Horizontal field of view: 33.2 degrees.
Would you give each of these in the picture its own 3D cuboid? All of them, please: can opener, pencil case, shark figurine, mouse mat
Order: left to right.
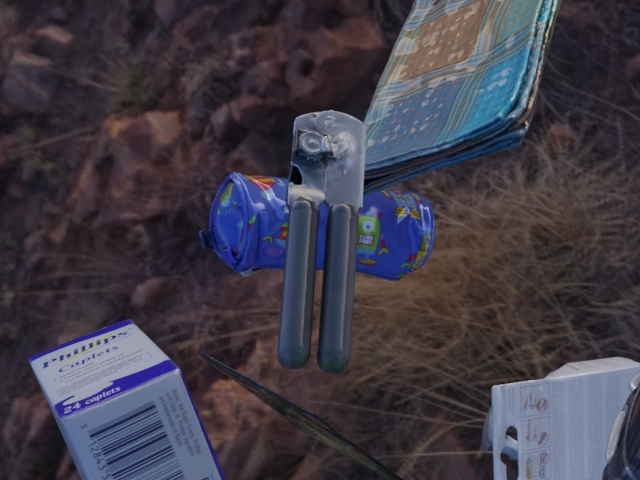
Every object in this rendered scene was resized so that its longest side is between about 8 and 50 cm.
[{"bbox_3d":[-0.005,0.153,0.876,0.153,0.190,0.007,21,74,43],"label":"mouse mat"},{"bbox_3d":[0.000,0.000,1.063,0.076,0.095,0.283,6,65,-4],"label":"can opener"},{"bbox_3d":[0.002,-0.013,1.424,0.119,0.306,0.133,3,89,62],"label":"pencil case"},{"bbox_3d":[0.373,0.351,1.724,0.278,0.166,0.116,-7,115,26],"label":"shark figurine"}]

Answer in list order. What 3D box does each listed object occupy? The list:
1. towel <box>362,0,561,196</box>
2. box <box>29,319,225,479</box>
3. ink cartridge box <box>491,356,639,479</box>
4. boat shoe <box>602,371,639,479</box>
[{"bbox_3d":[0.166,-0.224,1.286,0.271,0.040,0.370,-17,41,44],"label":"towel"},{"bbox_3d":[-0.112,0.127,0.652,0.137,0.072,0.126,21,133,65],"label":"box"},{"bbox_3d":[0.314,0.258,1.393,0.066,0.232,0.189,-167,74,-72],"label":"ink cartridge box"},{"bbox_3d":[0.235,0.106,0.640,0.108,0.301,0.102,42,111,15],"label":"boat shoe"}]
